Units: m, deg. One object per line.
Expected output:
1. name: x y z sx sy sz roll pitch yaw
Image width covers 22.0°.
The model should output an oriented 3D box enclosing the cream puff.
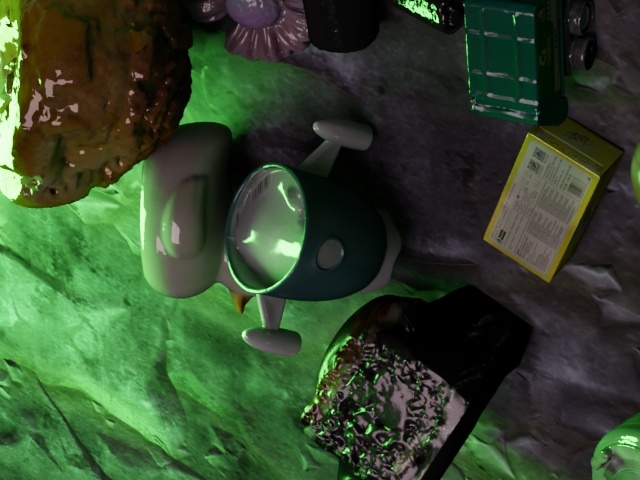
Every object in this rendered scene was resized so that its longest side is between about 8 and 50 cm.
1. cream puff: -0.278 -0.202 1.996 0.327 0.231 0.343 -142 56 -60

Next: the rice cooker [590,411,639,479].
1. rice cooker: 0.444 0.267 1.829 0.280 0.227 0.241 45 151 31

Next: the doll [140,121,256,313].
1. doll: -0.124 -0.027 2.100 0.221 0.221 0.251 6 104 36

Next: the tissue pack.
1. tissue pack: 0.259 -0.049 1.846 0.095 0.062 0.176 34 138 16

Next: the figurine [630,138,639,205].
1. figurine: 0.451 -0.130 1.494 0.276 0.248 0.388 15 122 5

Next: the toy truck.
1. toy truck: 0.210 -0.232 1.697 0.114 0.124 0.253 13 131 27

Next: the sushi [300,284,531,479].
1. sushi: 0.098 0.183 2.045 0.212 0.215 0.227 35 138 12

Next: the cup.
1. cup: 0.000 0.000 1.992 0.167 0.173 0.300 31 104 52

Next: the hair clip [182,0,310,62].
1. hair clip: -0.114 -0.336 1.910 0.173 0.069 0.300 -20 109 46

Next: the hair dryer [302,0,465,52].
1. hair dryer: 0.061 -0.275 1.758 0.251 0.089 0.197 35 143 44
